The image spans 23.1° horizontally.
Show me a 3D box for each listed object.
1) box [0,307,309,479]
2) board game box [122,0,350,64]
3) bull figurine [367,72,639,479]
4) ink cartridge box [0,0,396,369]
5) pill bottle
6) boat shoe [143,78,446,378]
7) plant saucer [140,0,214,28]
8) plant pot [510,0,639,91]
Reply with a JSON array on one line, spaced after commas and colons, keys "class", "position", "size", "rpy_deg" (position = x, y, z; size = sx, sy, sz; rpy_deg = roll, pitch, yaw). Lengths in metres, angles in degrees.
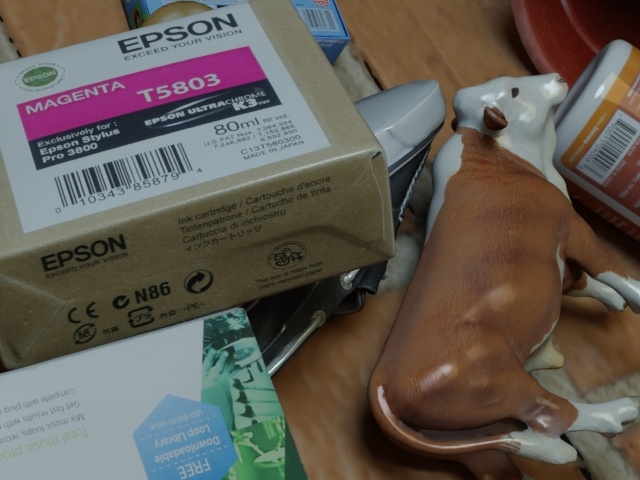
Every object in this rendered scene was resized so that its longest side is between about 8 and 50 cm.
[{"class": "box", "position": [-0.088, 0.213, 0.799], "size": [0.232, 0.058, 0.322], "rpy_deg": [-15, 80, -35]}, {"class": "board game box", "position": [-0.084, -0.227, 1.187], "size": [0.160, 0.039, 0.212], "rpy_deg": [-3, 59, -28]}, {"class": "bull figurine", "position": [0.134, 0.030, 1.060], "size": [0.188, 0.101, 0.310], "rpy_deg": [30, 58, -7]}, {"class": "ink cartridge box", "position": [-0.097, -0.043, 0.923], "size": [0.234, 0.088, 0.193], "rpy_deg": [-17, 41, -10]}, {"class": "pill bottle", "position": [0.277, -0.046, 1.183], "size": [0.216, 0.121, 0.121], "rpy_deg": [34, 48, -1]}, {"class": "boat shoe", "position": [0.000, 0.000, 1.024], "size": [0.301, 0.108, 0.102], "rpy_deg": [-47, 118, -42]}, {"class": "plant saucer", "position": [-0.090, -0.127, 1.094], "size": [0.083, 0.015, 0.083], "rpy_deg": [-2, 94, -28]}, {"class": "plant pot", "position": [0.323, -0.253, 1.285], "size": [0.272, 0.272, 0.265], "rpy_deg": [35, 40, 0]}]
